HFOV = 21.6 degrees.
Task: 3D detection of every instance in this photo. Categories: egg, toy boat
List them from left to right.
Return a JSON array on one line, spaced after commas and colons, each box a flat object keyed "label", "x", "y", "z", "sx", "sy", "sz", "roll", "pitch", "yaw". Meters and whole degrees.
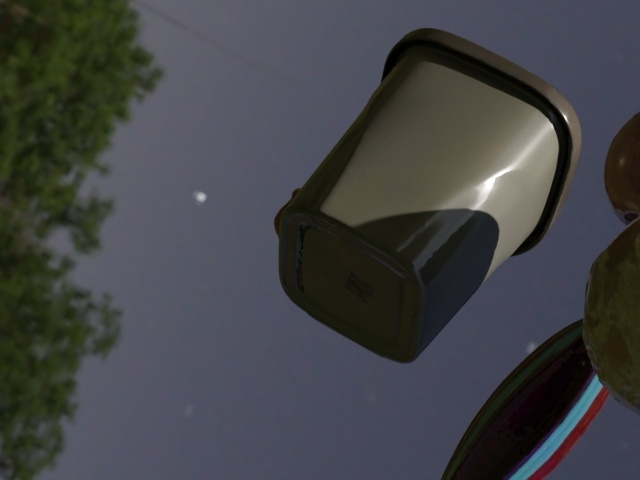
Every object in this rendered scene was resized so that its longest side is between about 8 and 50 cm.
[{"label": "toy boat", "x": 0.272, "y": 0.274, "z": 2.343, "sx": 0.392, "sy": 0.136, "sz": 0.079, "roll": -49, "pitch": 164, "yaw": 2}, {"label": "egg", "x": 0.331, "y": 0.061, "z": 1.476, "sx": 0.245, "sy": 0.203, "sz": 0.203, "roll": 99, "pitch": 4, "yaw": -55}]

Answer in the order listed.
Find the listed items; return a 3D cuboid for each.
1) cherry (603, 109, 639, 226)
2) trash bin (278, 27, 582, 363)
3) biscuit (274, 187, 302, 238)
[{"label": "cherry", "x": 0.453, "y": -0.062, "z": 1.976, "sx": 0.285, "sy": 0.236, "sz": 0.213, "roll": -42, "pitch": -162, "yaw": -18}, {"label": "trash bin", "x": 0.096, "y": -0.035, "z": 1.641, "sx": 0.250, "sy": 0.220, "sz": 0.219, "roll": -49, "pitch": 156, "yaw": -32}, {"label": "biscuit", "x": 0.000, "y": 0.000, "z": 1.895, "sx": 0.102, "sy": 0.130, "sz": 0.019, "roll": -7, "pitch": -157, "yaw": 24}]
